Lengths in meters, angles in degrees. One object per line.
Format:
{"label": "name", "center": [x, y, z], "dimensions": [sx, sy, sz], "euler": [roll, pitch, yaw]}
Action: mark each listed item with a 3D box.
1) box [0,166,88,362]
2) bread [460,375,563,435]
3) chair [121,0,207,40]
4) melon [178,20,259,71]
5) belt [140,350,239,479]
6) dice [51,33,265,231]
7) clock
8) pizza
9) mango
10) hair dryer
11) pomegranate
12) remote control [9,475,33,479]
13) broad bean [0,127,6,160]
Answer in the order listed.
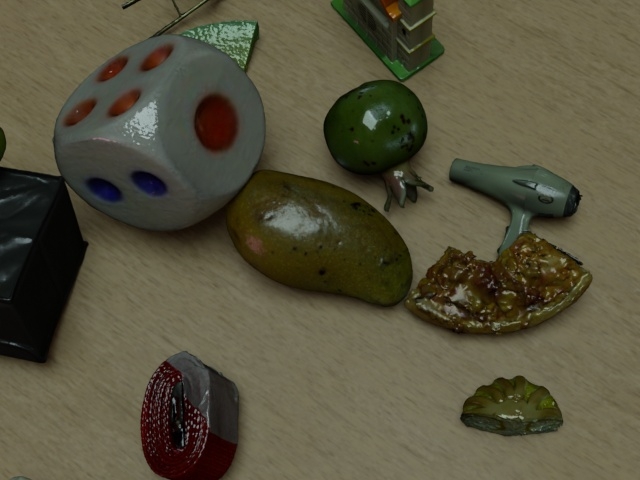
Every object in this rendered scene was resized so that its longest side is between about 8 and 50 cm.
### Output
{"label": "box", "center": [-0.593, 0.020, 1.664], "dimensions": [0.345, 0.204, 0.251], "euler": [9, 56, 6]}
{"label": "bread", "center": [0.309, 0.259, 1.609], "dimensions": [0.157, 0.083, 0.094], "euler": [15, 59, 10]}
{"label": "chair", "center": [-0.226, -0.513, 1.899], "dimensions": [0.326, 0.170, 0.159], "euler": [-25, 67, 1]}
{"label": "melon", "center": [-0.232, -0.336, 1.896], "dimensions": [0.262, 0.053, 0.114], "euler": [-14, 87, 2]}
{"label": "belt", "center": [-0.200, 0.286, 1.606], "dimensions": [0.128, 0.124, 0.201], "euler": [-11, 62, 20]}
{"label": "dice", "center": [-0.261, -0.176, 1.670], "dimensions": [0.251, 0.243, 0.259], "euler": [-6, 47, 37]}
{"label": "clock", "center": [0.119, -0.442, 1.790], "dimensions": [0.106, 0.255, 0.220], "euler": [-36, 72, -10]}
{"label": "pizza", "center": [0.284, 0.073, 1.651], "dimensions": [0.305, 0.085, 0.161], "euler": [-11, 87, 11]}
{"label": "mango", "center": [0.000, -0.008, 1.685], "dimensions": [0.329, 0.175, 0.176], "euler": [16, 116, 10]}
{"label": "hair dryer", "center": [0.297, -0.052, 1.739], "dimensions": [0.219, 0.088, 0.225], "euler": [40, 91, 23]}
{"label": "pomegranate", "center": [0.108, -0.162, 1.740], "dimensions": [0.181, 0.181, 0.224], "euler": [-23, 91, -5]}
{"label": "remote control", "center": [-0.447, 0.465, 1.499], "dimensions": [0.049, 0.090, 0.230], "euler": [-22, 43, 29]}
{"label": "broad bean", "center": [-0.577, -0.061, 1.565], "dimensions": [0.098, 0.056, 0.318], "euler": [16, 60, 7]}
